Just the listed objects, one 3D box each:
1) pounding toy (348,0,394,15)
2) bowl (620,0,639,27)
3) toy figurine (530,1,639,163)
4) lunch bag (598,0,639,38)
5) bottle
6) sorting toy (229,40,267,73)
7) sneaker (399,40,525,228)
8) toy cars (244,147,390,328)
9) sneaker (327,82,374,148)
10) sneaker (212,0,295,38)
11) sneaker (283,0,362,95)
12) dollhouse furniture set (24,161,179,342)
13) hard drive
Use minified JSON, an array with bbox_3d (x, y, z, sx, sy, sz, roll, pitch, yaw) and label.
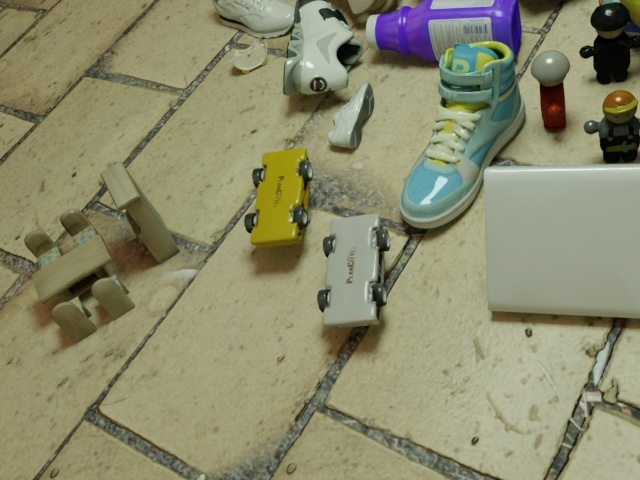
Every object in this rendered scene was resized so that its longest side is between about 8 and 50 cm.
[{"bbox_3d":[0.106,-0.558,1.619,0.269,0.154,0.154,30,29,31],"label":"pounding toy"},{"bbox_3d":[0.570,-0.454,1.151,0.289,0.156,0.290,-4,83,33],"label":"bowl"},{"bbox_3d":[0.460,-0.250,1.212,0.213,0.148,0.209,-36,48,-10],"label":"toy figurine"},{"bbox_3d":[0.628,-0.417,1.309,0.303,0.115,0.243,25,67,35],"label":"lunch bag"},{"bbox_3d":[0.226,-0.393,1.443,0.282,0.118,0.092,5,55,26],"label":"bottle"},{"bbox_3d":[-0.153,-0.400,1.654,0.083,0.045,0.075,-25,40,1],"label":"sorting toy"},{"bbox_3d":[0.208,-0.187,1.220,0.127,0.208,0.319,20,63,32],"label":"sneaker"},{"bbox_3d":[0.000,0.000,1.238,0.176,0.087,0.394,-40,52,-6],"label":"toy cars"},{"bbox_3d":[0.056,-0.234,1.425,0.061,0.054,0.152,6,55,29],"label":"sneaker"},{"bbox_3d":[-0.152,-0.517,1.713,0.235,0.095,0.090,19,60,31],"label":"sneaker"},{"bbox_3d":[0.012,-0.401,1.553,0.146,0.123,0.331,3,51,2],"label":"sneaker"},{"bbox_3d":[-0.395,0.007,1.333,0.242,0.161,0.212,-33,48,-6],"label":"dollhouse furniture set"},{"bbox_3d":[0.375,0.002,1.018,0.307,0.203,0.040,1,16,23],"label":"hard drive"}]
